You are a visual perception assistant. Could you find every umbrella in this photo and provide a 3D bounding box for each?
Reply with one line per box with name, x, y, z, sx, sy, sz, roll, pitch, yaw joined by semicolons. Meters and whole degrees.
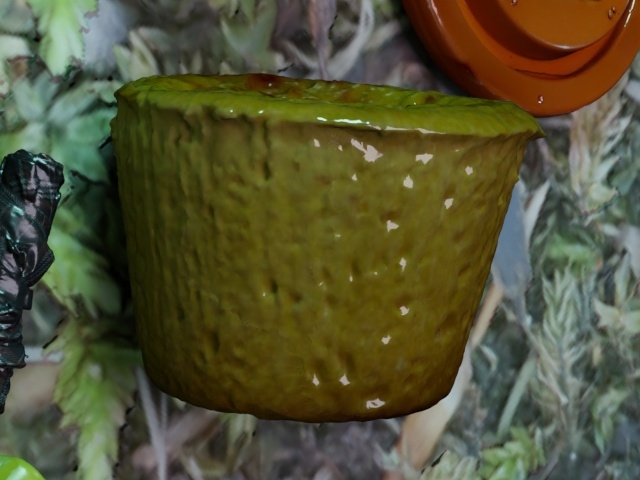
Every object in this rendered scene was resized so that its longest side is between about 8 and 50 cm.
umbrella;-0.146;0.030;0.841;0.037;0.040;0.144;29;71;-48

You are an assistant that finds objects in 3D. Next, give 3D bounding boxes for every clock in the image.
clock;0.121;-0.172;1.065;0.205;0.051;0.205;0;89;-40

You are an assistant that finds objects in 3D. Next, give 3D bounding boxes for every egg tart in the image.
egg tart;0.000;0.000;0.872;0.202;0.202;0.147;-4;100;-40

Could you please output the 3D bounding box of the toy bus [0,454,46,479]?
toy bus;-0.189;0.215;0.741;0.262;0.128;0.150;-50;118;-31
